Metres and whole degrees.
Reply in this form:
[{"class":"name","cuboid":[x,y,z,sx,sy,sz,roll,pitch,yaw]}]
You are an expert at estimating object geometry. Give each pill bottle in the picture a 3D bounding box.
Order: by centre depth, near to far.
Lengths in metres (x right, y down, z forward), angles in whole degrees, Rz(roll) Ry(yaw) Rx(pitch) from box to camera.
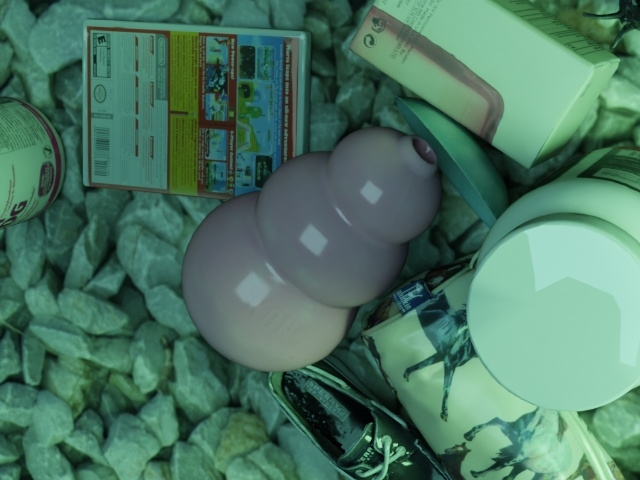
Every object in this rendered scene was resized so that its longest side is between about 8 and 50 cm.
[{"class":"pill bottle","cuboid":[0.268,0.032,1.436,0.210,0.363,0.210,4,103,20]},{"class":"pill bottle","cuboid":[-0.434,-0.075,1.721,0.160,0.283,0.160,4,103,20]}]

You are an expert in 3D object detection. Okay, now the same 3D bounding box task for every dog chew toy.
[{"class":"dog chew toy","cuboid":[0.000,0.000,1.602,0.332,0.206,0.206,-40,86,32]}]

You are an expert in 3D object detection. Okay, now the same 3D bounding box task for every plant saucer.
[{"class":"plant saucer","cuboid":[0.151,-0.085,1.562,0.037,0.195,0.195,-37,86,1]}]

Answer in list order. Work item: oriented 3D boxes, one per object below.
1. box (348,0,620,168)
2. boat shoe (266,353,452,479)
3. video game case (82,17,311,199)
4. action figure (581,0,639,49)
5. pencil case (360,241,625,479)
[{"class":"box","cuboid":[0.172,-0.194,1.539,0.232,0.149,0.126,36,110,13]},{"class":"boat shoe","cuboid":[0.063,0.234,1.682,0.301,0.102,0.108,42,104,14]},{"class":"video game case","cuboid":[-0.150,-0.152,1.739,0.285,0.025,0.204,6,103,19]},{"class":"action figure","cuboid":[0.383,-0.276,1.453,0.276,0.141,0.164,-37,99,22]},{"class":"pencil case","cuboid":[0.215,0.208,1.603,0.183,0.160,0.410,-37,86,43]}]
